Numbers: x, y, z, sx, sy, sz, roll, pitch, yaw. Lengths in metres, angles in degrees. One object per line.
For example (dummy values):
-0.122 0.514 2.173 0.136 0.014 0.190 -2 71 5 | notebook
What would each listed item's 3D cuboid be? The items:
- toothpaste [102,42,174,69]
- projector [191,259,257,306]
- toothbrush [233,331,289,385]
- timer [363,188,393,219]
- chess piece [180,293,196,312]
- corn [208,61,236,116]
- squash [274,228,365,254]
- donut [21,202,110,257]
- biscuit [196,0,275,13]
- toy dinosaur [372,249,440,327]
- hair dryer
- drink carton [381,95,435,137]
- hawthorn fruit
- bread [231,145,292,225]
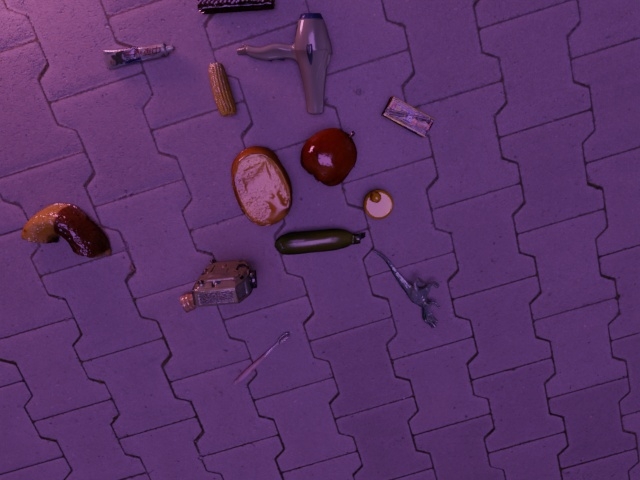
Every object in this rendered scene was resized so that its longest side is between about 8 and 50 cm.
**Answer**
-0.581 -0.596 1.431 0.233 0.038 0.060 -9 103 3 | toothpaste
-0.314 0.134 1.511 0.193 0.269 0.088 -5 105 -2 | projector
-0.229 0.462 1.723 0.307 0.029 0.025 -44 110 9 | toothbrush
0.201 -0.125 1.549 0.107 0.109 0.107 -1 105 -2 | timer
-0.443 0.211 1.636 0.122 0.066 0.066 -22 104 -3 | chess piece
-0.319 -0.487 1.448 0.063 0.085 0.165 -10 101 17 | corn
0.000 0.002 1.588 0.331 0.087 0.087 -5 105 -3 | squash
-0.870 -0.038 1.525 0.294 0.112 0.151 16 105 -8 | donut
-0.269 -0.769 1.383 0.251 0.070 0.106 -4 104 -1 | biscuit
0.352 0.154 1.643 0.129 0.076 0.383 -29 98 30 | toy dinosaur
-0.084 -0.542 1.451 0.298 0.119 0.296 -17 109 19 | hair dryer
0.294 -0.415 1.506 0.165 0.056 0.071 25 99 -8 | drink carton
0.040 -0.283 1.468 0.202 0.185 0.185 -42 102 4 | hawthorn fruit
-0.197 -0.179 1.501 0.195 0.143 0.270 -19 106 0 | bread
